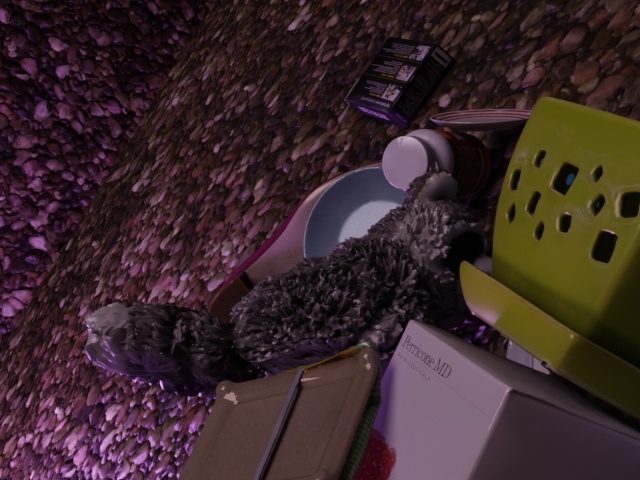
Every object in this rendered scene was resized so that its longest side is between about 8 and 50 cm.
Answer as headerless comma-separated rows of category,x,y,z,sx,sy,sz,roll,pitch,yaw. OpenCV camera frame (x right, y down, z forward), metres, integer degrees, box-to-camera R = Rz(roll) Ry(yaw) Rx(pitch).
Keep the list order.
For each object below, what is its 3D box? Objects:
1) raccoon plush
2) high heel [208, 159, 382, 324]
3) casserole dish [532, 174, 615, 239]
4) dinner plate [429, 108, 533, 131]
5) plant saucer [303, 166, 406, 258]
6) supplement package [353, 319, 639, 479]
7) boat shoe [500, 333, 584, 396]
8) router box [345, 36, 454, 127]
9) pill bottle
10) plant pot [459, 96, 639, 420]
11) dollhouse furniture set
raccoon plush,-0.009,0.031,1.218,0.216,0.446,0.299,114,171,-51
high heel,0.000,0.000,1.575,0.377,0.127,0.181,-33,-2,10
casserole dish,0.307,-0.044,1.161,0.188,0.037,0.114,-23,39,47
dinner plate,0.211,-0.154,1.389,0.141,0.141,0.017,-152,55,-65
plant saucer,0.072,0.000,1.432,0.194,0.037,0.195,-6,75,23
supplement package,0.116,0.246,0.898,0.293,0.175,0.177,-65,25,3
boat shoe,0.216,0.096,1.089,0.081,0.079,0.228,-25,40,38
router box,0.124,-0.258,1.734,0.133,0.046,0.179,-55,25,0
pill bottle,0.145,-0.096,1.356,0.086,0.152,0.086,2,93,35
plant pot,0.268,0.030,0.925,0.207,0.228,0.227,-58,25,4
dollhouse furniture set,-0.032,0.257,0.901,0.197,0.151,0.302,-17,33,36
